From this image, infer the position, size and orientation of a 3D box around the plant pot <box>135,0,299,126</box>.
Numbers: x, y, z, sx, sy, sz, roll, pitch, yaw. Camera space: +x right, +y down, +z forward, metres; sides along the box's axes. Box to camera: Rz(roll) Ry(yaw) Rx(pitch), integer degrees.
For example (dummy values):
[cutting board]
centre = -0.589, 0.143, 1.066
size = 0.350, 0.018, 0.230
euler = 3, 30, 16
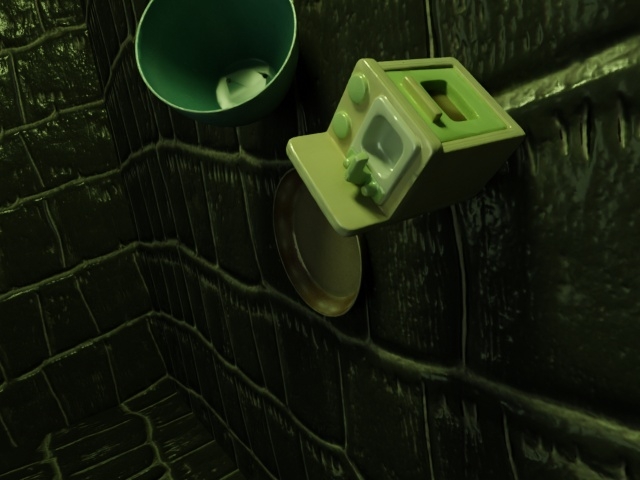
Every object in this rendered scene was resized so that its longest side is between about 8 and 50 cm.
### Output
[plant pot]
centre = -0.167, -0.335, 0.908
size = 0.290, 0.290, 0.195
euler = 64, -176, 14

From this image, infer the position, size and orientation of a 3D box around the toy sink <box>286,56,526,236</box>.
[toy sink]
centre = 0.101, -0.124, 0.578
size = 0.153, 0.234, 0.131
euler = 59, 146, 24

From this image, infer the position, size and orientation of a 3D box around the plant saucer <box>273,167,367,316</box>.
[plant saucer]
centre = 0.000, 0.000, 0.971
size = 0.310, 0.050, 0.311
euler = 33, 131, 47
